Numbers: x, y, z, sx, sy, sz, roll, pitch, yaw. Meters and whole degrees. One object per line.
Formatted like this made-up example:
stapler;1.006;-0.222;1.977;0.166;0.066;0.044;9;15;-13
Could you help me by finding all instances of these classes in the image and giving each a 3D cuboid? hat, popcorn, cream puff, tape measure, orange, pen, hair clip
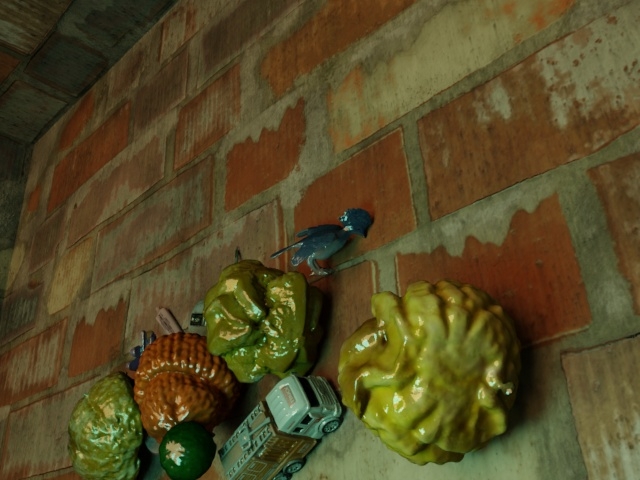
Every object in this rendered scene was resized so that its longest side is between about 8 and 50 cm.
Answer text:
hat;-0.358;0.446;1.571;0.285;0.285;0.400;-40;25;27
popcorn;0.195;0.232;1.164;0.348;0.349;0.382;-69;16;-2
cream puff;-0.144;0.186;1.535;0.270;0.275;0.323;-28;57;48
tape measure;-0.328;0.169;1.874;0.164;0.084;0.330;-10;67;39
orange;-0.639;0.585;1.838;0.271;0.211;0.368;26;113;50
pen;-0.515;0.271;2.064;0.197;0.032;0.053;35;100;47
hair clip;-0.564;0.431;1.978;0.090;0.137;0.278;-27;62;20

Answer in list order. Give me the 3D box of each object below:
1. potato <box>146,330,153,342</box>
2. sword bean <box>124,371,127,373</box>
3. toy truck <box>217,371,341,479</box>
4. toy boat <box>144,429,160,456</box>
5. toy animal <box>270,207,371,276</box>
potato;-0.593;0.342;2.109;0.037;0.036;0.093;-43;46;30
sword bean;-0.704;0.502;2.175;0.012;0.012;0.083;30;97;49
toy truck;-0.101;0.450;1.448;0.305;0.162;0.136;-51;43;17
toy boat;-0.418;0.546;1.819;0.227;0.085;0.155;-43;54;10
toy animal;0.000;0.000;1.562;0.239;0.256;0.176;-84;-5;-80
